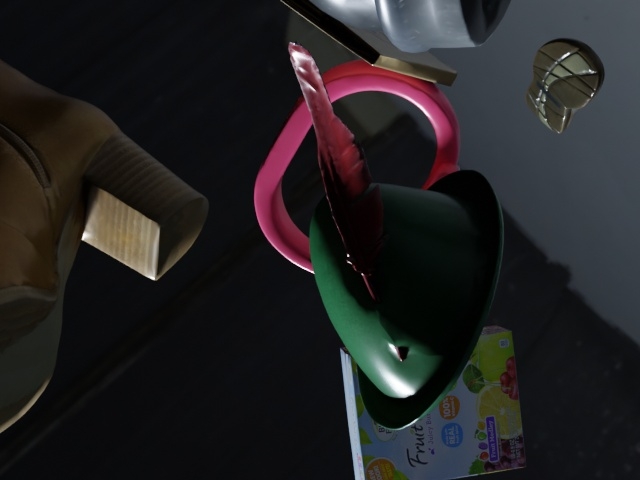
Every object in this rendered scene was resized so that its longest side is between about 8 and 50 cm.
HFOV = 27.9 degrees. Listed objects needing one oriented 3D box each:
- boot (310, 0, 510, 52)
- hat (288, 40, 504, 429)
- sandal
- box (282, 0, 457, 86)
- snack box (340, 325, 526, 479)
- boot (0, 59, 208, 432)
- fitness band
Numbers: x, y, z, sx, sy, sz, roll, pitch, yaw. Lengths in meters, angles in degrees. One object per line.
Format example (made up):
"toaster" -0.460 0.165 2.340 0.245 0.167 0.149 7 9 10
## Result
"boot" -0.162 -0.235 0.424 0.445 0.146 0.366 -1 104 21
"hat" 0.000 0.000 0.834 0.184 0.208 0.173 19 -178 -22
"sandal" 0.303 -0.193 1.558 0.090 0.060 0.219 49 171 13
"box" 0.049 -0.229 1.421 0.164 0.021 0.201 39 -163 24
"snack box" 0.138 0.206 1.589 0.070 0.207 0.174 -163 66 -80
"boot" -0.226 -0.003 0.734 0.211 0.295 0.104 29 132 18
"fitness band" 0.043 -0.081 1.529 0.209 0.054 0.291 30 123 -4
